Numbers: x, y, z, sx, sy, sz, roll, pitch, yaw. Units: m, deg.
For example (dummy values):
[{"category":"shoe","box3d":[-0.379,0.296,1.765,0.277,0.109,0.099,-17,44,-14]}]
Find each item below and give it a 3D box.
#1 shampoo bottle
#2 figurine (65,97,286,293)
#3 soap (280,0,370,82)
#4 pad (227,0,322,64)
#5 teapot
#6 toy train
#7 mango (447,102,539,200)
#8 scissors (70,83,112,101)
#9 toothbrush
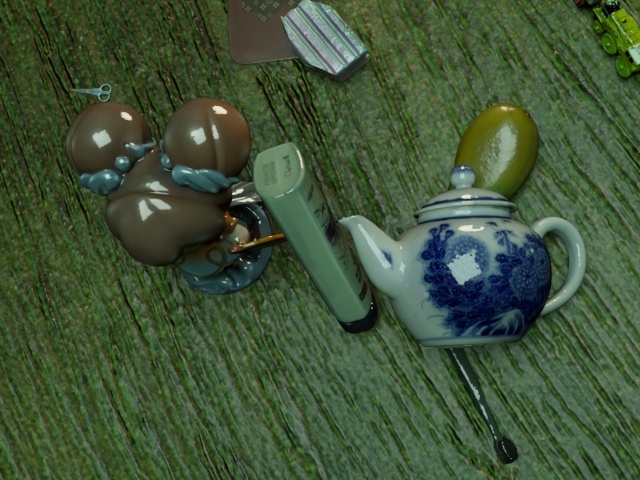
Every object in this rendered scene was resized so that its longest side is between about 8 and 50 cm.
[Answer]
[{"category":"shampoo bottle","box3d":[0.000,0.000,1.451,0.078,0.359,0.134,-21,47,9]},{"category":"figurine","box3d":[-0.203,-0.061,1.477,0.276,0.388,0.248,-3,79,14]},{"category":"soap","box3d":[0.003,-0.348,1.643,0.100,0.056,0.149,-39,79,0]},{"category":"pad","box3d":[-0.084,-0.454,1.711,0.181,0.004,0.267,-5,81,12]},{"category":"teapot","box3d":[0.225,0.022,1.440,0.424,0.252,0.280,2,82,-20]},{"category":"toy train","box3d":[0.463,-0.381,1.540,0.053,0.085,0.250,-25,76,-10]},{"category":"mango","box3d":[0.278,-0.130,1.536,0.130,0.092,0.195,40,96,13]},{"category":"scissors","box3d":[-0.429,-0.278,1.757,0.083,0.006,0.036,8,81,14]},{"category":"toothbrush","box3d":[0.241,0.221,1.522,0.030,0.030,0.297,-21,74,-18]}]
